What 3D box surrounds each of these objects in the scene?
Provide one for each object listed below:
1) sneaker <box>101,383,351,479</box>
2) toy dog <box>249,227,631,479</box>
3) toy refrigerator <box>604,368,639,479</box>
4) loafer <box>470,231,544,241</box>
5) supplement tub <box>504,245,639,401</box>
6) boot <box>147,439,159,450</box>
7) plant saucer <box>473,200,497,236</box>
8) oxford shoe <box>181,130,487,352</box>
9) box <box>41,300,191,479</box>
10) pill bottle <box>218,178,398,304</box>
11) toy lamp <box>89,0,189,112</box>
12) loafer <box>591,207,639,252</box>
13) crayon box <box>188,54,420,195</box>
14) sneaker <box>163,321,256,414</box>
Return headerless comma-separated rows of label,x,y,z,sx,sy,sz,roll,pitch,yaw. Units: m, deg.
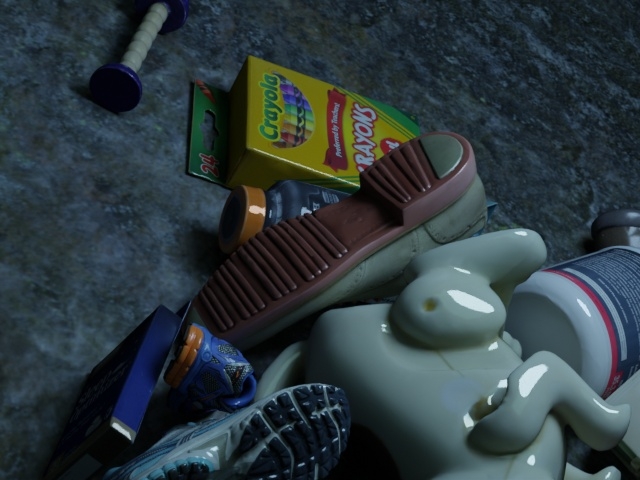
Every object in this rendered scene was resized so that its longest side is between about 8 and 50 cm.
sneaker,-0.099,0.209,1.600,0.283,0.110,0.122,-22,23,-30
toy dog,0.149,0.232,1.699,0.395,0.284,0.408,-4,50,-18
toy refrigerator,0.395,0.234,1.898,0.102,0.094,0.269,48,-2,17
loafer,0.247,0.024,2.171,0.170,0.062,0.061,-9,76,-37
supplement tub,0.358,0.112,2.036,0.272,0.191,0.191,-14,58,-43
boot,-0.168,0.262,1.635,0.106,0.037,0.114,-8,50,-37
plant saucer,0.165,-0.011,2.134,0.192,0.067,0.018,-19,54,-45
oxford shoe,0.029,0.038,1.833,0.146,0.397,0.140,61,-3,-40
box,-0.210,0.156,1.633,0.036,0.136,0.225,38,36,-14
pill bottle,0.000,0.000,1.955,0.246,0.130,0.130,13,42,-23
toy lamp,-0.236,-0.275,2.128,0.080,0.080,0.274,28,41,-7
loafer,0.559,0.066,2.305,0.366,0.134,0.130,15,68,-8
crayon box,-0.015,-0.128,2.121,0.318,0.081,0.202,17,41,-19
sneaker,-0.111,0.153,1.670,0.087,0.221,0.083,26,79,6
